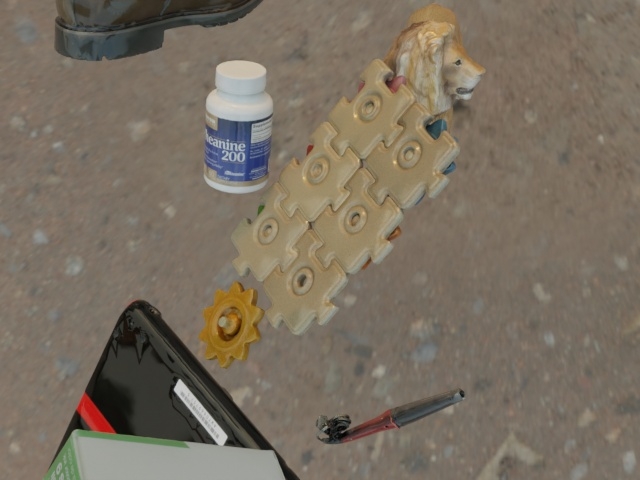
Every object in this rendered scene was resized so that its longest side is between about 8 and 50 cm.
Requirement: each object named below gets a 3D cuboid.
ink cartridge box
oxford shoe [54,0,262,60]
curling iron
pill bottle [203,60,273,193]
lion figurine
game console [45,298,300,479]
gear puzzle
[{"bbox_3d":[-0.130,0.230,0.853,0.154,0.093,0.212,12,126,-34],"label":"ink cartridge box"},{"bbox_3d":[-0.105,-0.209,0.974,0.083,0.227,0.096,18,122,30],"label":"oxford shoe"},{"bbox_3d":[0.098,0.260,1.887,0.274,0.068,0.035,-19,59,37],"label":"curling iron"},{"bbox_3d":[-0.081,-0.113,1.276,0.067,0.067,0.120,7,118,5],"label":"pill bottle"},{"bbox_3d":[0.160,-0.266,1.932,0.142,0.392,0.240,-2,121,2],"label":"lion figurine"},{"bbox_3d":[-0.181,0.311,1.535,0.386,0.060,0.342,43,115,35],"label":"game console"},{"bbox_3d":[0.000,0.000,1.247,0.044,0.175,0.339,25,111,-45],"label":"gear puzzle"}]
